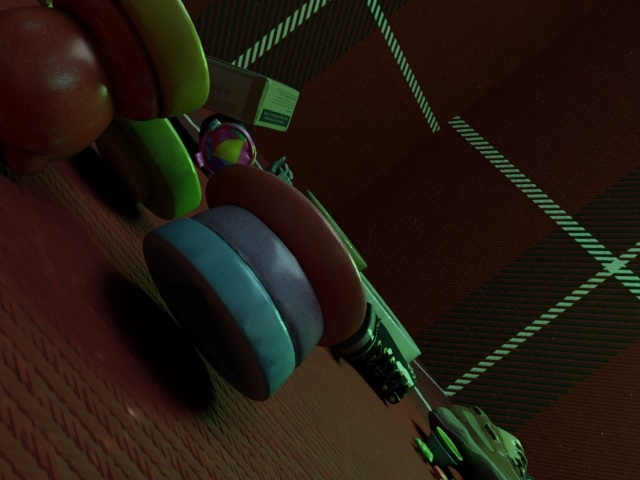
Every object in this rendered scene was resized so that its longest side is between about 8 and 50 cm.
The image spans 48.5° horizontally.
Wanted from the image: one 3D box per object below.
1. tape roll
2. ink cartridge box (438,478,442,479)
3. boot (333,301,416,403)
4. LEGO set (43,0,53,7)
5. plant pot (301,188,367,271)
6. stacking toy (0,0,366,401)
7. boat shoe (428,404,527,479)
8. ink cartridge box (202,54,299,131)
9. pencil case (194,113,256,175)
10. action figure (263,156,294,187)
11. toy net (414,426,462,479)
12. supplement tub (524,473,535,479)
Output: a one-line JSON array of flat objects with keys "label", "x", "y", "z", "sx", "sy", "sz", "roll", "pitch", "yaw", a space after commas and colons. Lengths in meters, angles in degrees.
[{"label": "tape roll", "x": 0.134, "y": 0.179, "z": 1.980, "sx": 0.392, "sy": 0.072, "sz": 0.392, "roll": 51, "pitch": 3, "yaw": -4}, {"label": "ink cartridge box", "x": 0.146, "y": 0.308, "z": 0.593, "sx": 0.209, "sy": 0.062, "sz": 0.109, "roll": 48, "pitch": 2, "yaw": 17}, {"label": "boot", "x": 0.094, "y": 0.189, "z": 1.155, "sx": 0.178, "sy": 0.085, "sz": 0.236, "roll": 54, "pitch": 2, "yaw": -7}, {"label": "LEGO set", "x": -0.340, "y": -0.487, "z": 0.940, "sx": 0.192, "sy": 0.255, "sz": 0.331, "roll": 10, "pitch": -45, "yaw": 52}, {"label": "plant pot", "x": 0.000, "y": 0.000, "z": 1.718, "sx": 0.237, "sy": 0.110, "sz": 0.237, "roll": 52, "pitch": 4, "yaw": -5}, {"label": "stacking toy", "x": -0.128, "y": -0.015, "z": 0.519, "sx": 0.309, "sy": 0.130, "sz": 0.279, "roll": 55, "pitch": -23, "yaw": -2}, {"label": "boat shoe", "x": 0.303, "y": 0.382, "z": 1.244, "sx": 0.324, "sy": 0.116, "sz": 0.123, "roll": -130, "pitch": -151, "yaw": -62}, {"label": "ink cartridge box", "x": -0.179, "y": -0.277, "z": 1.278, "sx": 0.235, "sy": 0.088, "sz": 0.193, "roll": 22, "pitch": 11, "yaw": 12}, {"label": "pencil case", "x": -0.175, "y": -0.174, "z": 1.274, "sx": 0.104, "sy": 0.104, "sz": 0.236, "roll": 51, "pitch": 2, "yaw": -15}, {"label": "action figure", "x": -0.057, "y": -0.076, "z": 1.901, "sx": 0.285, "sy": 0.099, "sz": 0.185, "roll": 56, "pitch": -5, "yaw": 6}, {"label": "toy net", "x": 0.238, "y": 0.405, "z": 1.131, "sx": 0.232, "sy": 0.045, "sz": 0.122, "roll": 53, "pitch": 3, "yaw": 22}, {"label": "supplement tub", "x": 0.364, "y": 0.488, "z": 1.223, "sx": 0.106, "sy": 0.106, "sz": 0.198, "roll": 51, "pitch": 13, "yaw": -13}]
